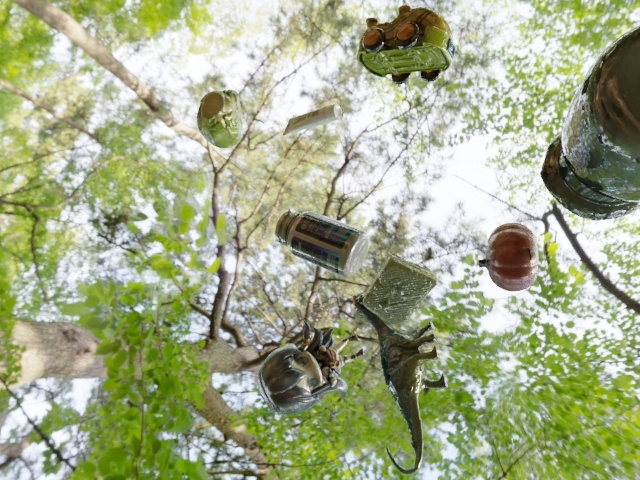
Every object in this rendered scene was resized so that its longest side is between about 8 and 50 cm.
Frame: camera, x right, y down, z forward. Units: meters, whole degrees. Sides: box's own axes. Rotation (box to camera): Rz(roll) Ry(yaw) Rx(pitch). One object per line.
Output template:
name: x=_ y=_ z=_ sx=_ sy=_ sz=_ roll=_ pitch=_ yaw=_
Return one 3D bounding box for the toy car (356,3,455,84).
toy car: x=0.217 y=-0.503 z=1.011 sx=0.248 sy=0.200 sz=0.142 roll=9 pitch=-92 yaw=31

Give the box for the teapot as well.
teapot: x=0.484 y=-0.166 z=0.590 sx=0.305 sy=0.285 sz=0.223 roll=-39 pitch=-106 yaw=-4

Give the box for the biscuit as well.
biscuit: x=0.207 y=0.163 z=1.154 sx=0.150 sy=0.052 sz=0.252 roll=27 pitch=-55 yaw=-3

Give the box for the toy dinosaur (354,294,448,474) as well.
toy dinosaur: x=0.170 y=0.244 z=0.787 sx=0.147 sy=0.076 sz=0.362 roll=-22 pitch=-128 yaw=13

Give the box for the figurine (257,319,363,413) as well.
figurine: x=-0.030 y=0.332 z=1.020 sx=0.175 sy=0.265 sz=0.196 roll=54 pitch=-50 yaw=38

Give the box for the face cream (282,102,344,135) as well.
face cream: x=-0.033 y=-0.443 z=1.468 sx=0.244 sy=0.058 sz=0.092 roll=-4 pitch=-125 yaw=36

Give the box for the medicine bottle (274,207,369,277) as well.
medicine bottle: x=0.000 y=0.000 z=0.868 sx=0.192 sy=0.107 sz=0.106 roll=22 pitch=-97 yaw=26

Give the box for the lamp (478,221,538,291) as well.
lamp: x=0.483 y=0.042 z=1.030 sx=0.140 sy=0.182 sz=0.181 roll=1 pitch=-107 yaw=24

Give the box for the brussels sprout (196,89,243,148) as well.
brussels sprout: x=-0.257 y=-0.309 z=1.023 sx=0.118 sy=0.155 sz=0.154 roll=-3 pitch=-110 yaw=6
